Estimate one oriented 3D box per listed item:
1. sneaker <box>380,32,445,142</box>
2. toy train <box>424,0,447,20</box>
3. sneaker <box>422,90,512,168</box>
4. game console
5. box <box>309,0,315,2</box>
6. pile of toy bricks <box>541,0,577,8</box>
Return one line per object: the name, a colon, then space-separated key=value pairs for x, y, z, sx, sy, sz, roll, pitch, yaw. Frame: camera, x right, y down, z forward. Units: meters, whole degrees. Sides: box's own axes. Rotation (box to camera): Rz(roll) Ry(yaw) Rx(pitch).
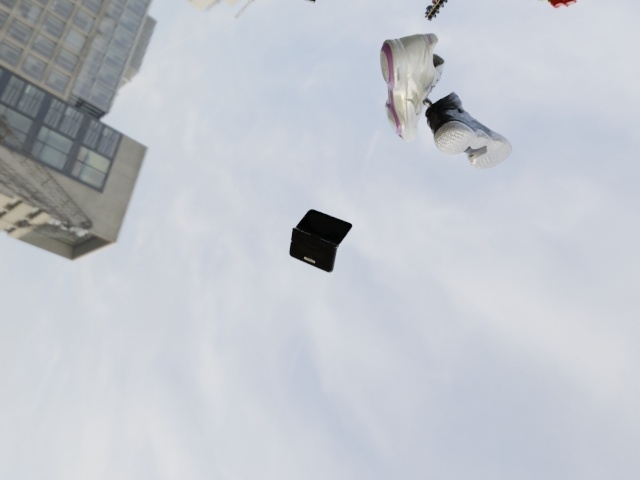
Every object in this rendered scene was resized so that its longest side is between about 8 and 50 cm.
sneaker: x=0.229 y=-0.354 z=1.359 sx=0.152 sy=0.305 sz=0.114 roll=-20 pitch=-124 yaw=-3
toy train: x=0.310 y=-0.627 z=1.501 sx=0.027 sy=0.036 sz=0.158 roll=-39 pitch=-179 yaw=-14
sneaker: x=0.347 y=-0.267 z=1.356 sx=0.101 sy=0.268 sz=0.153 roll=-43 pitch=-126 yaw=35
game console: x=0.000 y=0.000 z=1.308 sx=0.122 sy=0.071 sz=0.107 roll=22 pitch=-64 yaw=27
box: x=-0.067 y=-0.787 z=1.558 sx=0.051 sy=0.175 sz=0.221 roll=-101 pitch=-154 yaw=-69
pile of toy bricks: x=0.483 y=-0.554 z=1.208 sx=0.105 sy=0.118 sz=0.212 roll=-50 pitch=-124 yaw=34
